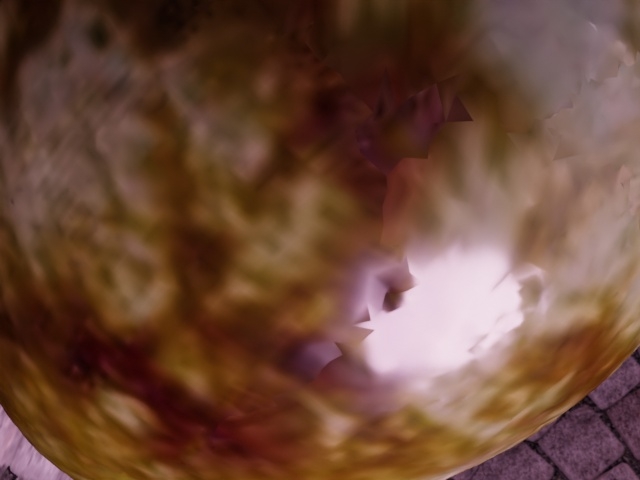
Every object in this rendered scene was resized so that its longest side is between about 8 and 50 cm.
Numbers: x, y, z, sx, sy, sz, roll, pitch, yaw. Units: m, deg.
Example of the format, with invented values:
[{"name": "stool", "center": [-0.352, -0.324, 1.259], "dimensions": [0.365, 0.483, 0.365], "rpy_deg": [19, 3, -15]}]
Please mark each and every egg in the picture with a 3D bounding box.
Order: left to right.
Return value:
[{"name": "egg", "center": [-0.004, -0.035, 0.488], "dimensions": [0.289, 0.238, 0.238], "rpy_deg": [-46, -178, 28]}]
